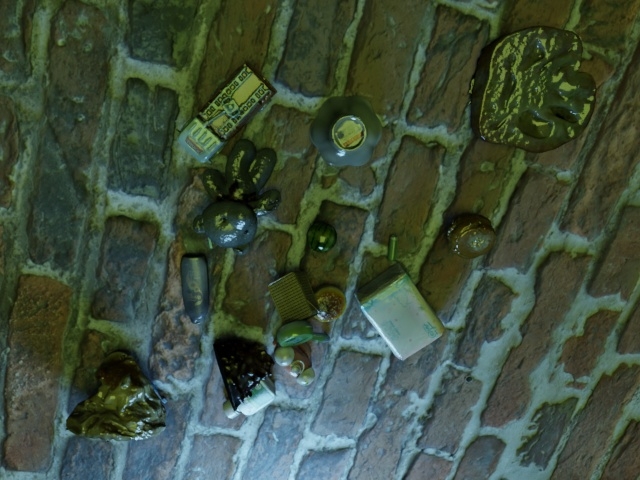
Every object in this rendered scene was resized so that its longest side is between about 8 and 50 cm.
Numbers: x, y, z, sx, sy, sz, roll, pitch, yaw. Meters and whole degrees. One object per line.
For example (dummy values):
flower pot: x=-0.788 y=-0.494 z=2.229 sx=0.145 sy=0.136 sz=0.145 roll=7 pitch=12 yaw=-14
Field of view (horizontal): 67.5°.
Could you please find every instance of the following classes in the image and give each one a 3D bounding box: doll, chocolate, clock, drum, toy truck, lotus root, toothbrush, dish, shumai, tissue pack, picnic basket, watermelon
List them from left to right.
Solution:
shumai: x=-0.645 y=0.513 z=1.598 sx=0.313 sy=0.267 sz=0.263 roll=20 pitch=76 yaw=-33
toothbrush: x=-0.589 y=0.509 z=1.671 sx=0.017 sy=0.014 sz=0.162 roll=-29 pitch=108 yaw=19
toy truck: x=-0.271 y=-0.357 z=1.358 sx=0.305 sy=0.162 sz=0.136 roll=-44 pitch=106 yaw=9
doll: x=-0.242 y=-0.129 z=1.432 sx=0.245 sy=0.158 sz=0.341 roll=24 pitch=101 yaw=-25
chocolate: x=-0.240 y=0.413 z=1.585 sx=0.176 sy=0.206 sz=0.224 roll=-19 pitch=68 yaw=-20
picnic basket: x=-0.085 y=0.185 z=1.540 sx=0.115 sy=0.079 sz=0.164 roll=-28 pitch=79 yaw=21
clock: x=-0.084 y=0.391 z=1.604 sx=0.092 sy=0.162 sz=0.166 roll=-40 pitch=107 yaw=5
drum: x=-0.031 y=0.301 z=1.558 sx=0.253 sy=0.049 sz=0.130 roll=9 pitch=143 yaw=-44
watermelon: x=0.001 y=-0.007 z=1.526 sx=0.108 sy=0.109 sz=0.109 roll=-1 pitch=107 yaw=-5
dish: x=0.082 y=-0.325 z=1.443 sx=0.229 sy=0.081 sz=0.230 roll=-2 pitch=107 yaw=-5
tissue pack: x=0.265 y=0.243 z=1.612 sx=0.201 sy=0.124 sz=0.271 roll=-34 pitch=108 yaw=9
lotus root: x=0.627 y=-0.441 z=1.449 sx=0.374 sy=0.111 sz=0.390 roll=-39 pitch=108 yaw=12

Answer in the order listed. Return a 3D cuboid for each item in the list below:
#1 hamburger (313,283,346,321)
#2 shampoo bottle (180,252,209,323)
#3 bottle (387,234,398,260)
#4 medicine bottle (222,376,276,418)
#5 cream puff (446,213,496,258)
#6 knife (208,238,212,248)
hamburger: x=0.018 y=0.212 z=1.599 sx=0.141 sy=0.081 sz=0.127 roll=-6 pitch=106 yaw=-3
shampoo bottle: x=-0.408 y=0.158 z=1.561 sx=0.086 sy=0.049 sz=0.234 roll=0 pitch=107 yaw=-3
bottle: x=0.241 y=0.025 z=1.589 sx=0.030 sy=0.030 sz=0.084 roll=2 pitch=106 yaw=-6
medicine bottle: x=-0.253 y=0.550 z=1.685 sx=0.183 sy=0.069 sz=0.119 roll=-34 pitch=111 yaw=7
cream puff: x=0.485 y=-0.020 z=1.554 sx=0.165 sy=0.115 sz=0.150 roll=28 pitch=110 yaw=-22
knife: x=-0.356 y=-0.018 z=1.535 sx=0.014 sy=0.005 sz=0.091 roll=-7 pitch=107 yaw=-2
